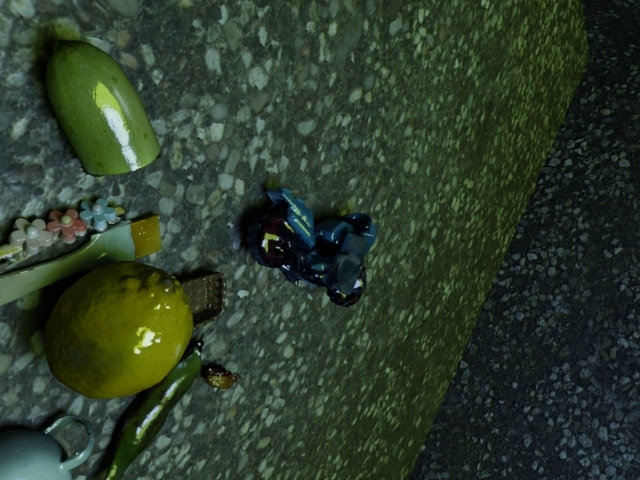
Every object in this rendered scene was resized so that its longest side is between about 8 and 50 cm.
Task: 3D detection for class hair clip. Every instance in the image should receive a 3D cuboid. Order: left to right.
[{"bbox_3d":[-0.385,-0.017,0.796,0.214,0.062,0.056,-33,162,-34],"label":"hair clip"}]

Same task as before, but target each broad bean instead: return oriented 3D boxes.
[{"bbox_3d":[-0.322,0.326,1.047,0.339,0.061,0.077,-55,154,-19],"label":"broad bean"}]

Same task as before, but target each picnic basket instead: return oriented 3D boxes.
[{"bbox_3d":[-0.265,0.120,1.023,0.193,0.055,0.110,-16,118,-48],"label":"picnic basket"}]

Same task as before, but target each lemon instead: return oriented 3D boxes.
[{"bbox_3d":[-0.306,0.137,0.832,0.260,0.204,0.204,-40,154,24],"label":"lemon"}]

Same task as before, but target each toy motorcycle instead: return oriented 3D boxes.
[{"bbox_3d":[0.000,0.000,1.245,0.416,0.172,0.232,32,75,-46],"label":"toy motorcycle"}]

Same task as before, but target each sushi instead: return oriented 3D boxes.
[{"bbox_3d":[-0.219,0.293,1.176,0.047,0.050,0.099,-62,151,0],"label":"sushi"}]

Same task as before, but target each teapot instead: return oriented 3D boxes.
[{"bbox_3d":[-0.472,0.389,0.821,0.294,0.130,0.193,-45,140,-30],"label":"teapot"}]

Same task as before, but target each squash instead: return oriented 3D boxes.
[{"bbox_3d":[-0.311,-0.190,0.758,0.123,0.123,0.186,-43,134,-33],"label":"squash"}]

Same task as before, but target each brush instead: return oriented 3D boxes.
[{"bbox_3d":[-0.394,0.038,0.840,0.337,0.020,0.085,-26,128,-43],"label":"brush"}]
